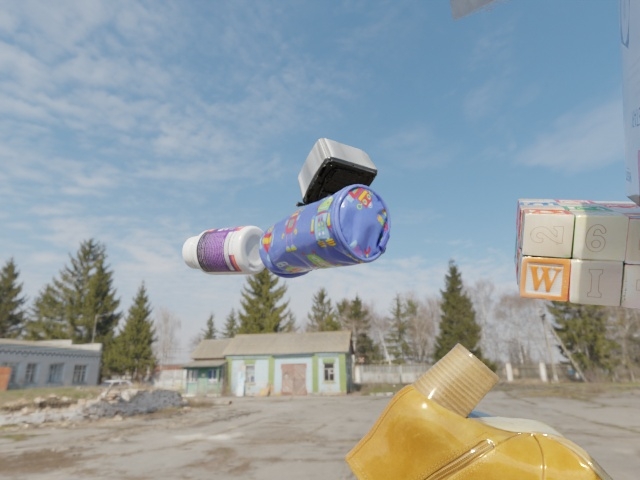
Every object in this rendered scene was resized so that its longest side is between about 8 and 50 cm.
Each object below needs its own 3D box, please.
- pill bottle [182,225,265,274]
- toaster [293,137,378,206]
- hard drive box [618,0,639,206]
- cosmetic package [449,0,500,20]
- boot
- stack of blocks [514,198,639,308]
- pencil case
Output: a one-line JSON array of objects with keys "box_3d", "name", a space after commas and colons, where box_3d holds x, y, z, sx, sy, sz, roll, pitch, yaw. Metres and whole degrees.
[{"box_3d": [-0.222, 0.025, 0.951, 0.193, 0.108, 0.108, -3, -16, 31], "name": "pill bottle"}, {"box_3d": [0.034, -0.169, 1.128, 0.185, 0.110, 0.168, 10, -49, -27], "name": "toaster"}, {"box_3d": [0.271, -0.140, 0.285, 0.089, 0.232, 0.181, -4, 8, 31], "name": "hard drive box"}, {"box_3d": [0.262, -0.378, 0.548, 0.127, 0.107, 0.238, -18, 22, 4], "name": "cosmetic package"}, {"box_3d": [0.190, 0.284, 0.457, 0.295, 0.211, 0.104, 41, 1, 15], "name": "boot"}, {"box_3d": [0.368, 0.008, 0.429, 0.296, 0.087, 0.171, 3, 11, 22], "name": "stack of blocks"}, {"box_3d": [0.000, 0.000, 0.745, 0.133, 0.119, 0.306, 36, -26, -20], "name": "pencil case"}]
